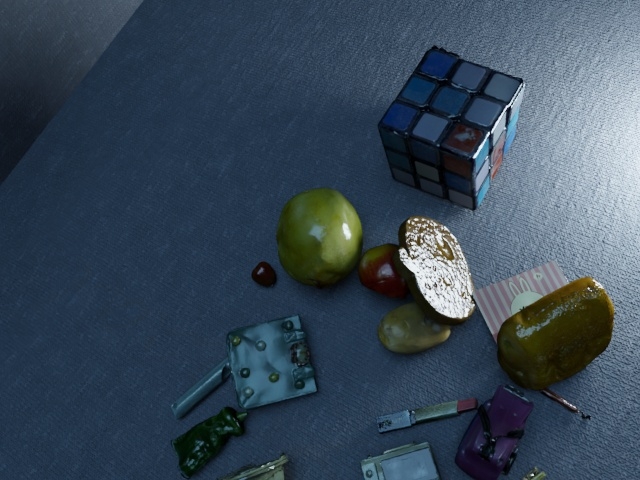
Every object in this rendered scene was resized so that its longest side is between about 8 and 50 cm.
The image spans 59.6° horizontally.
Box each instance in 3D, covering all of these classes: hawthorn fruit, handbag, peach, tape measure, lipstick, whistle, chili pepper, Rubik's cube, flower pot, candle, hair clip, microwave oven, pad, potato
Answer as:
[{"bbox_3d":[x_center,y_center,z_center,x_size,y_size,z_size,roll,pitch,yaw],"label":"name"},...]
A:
[{"bbox_3d":[-0.197,0.126,1.993,0.093,0.081,0.081,40,80,-4],"label":"hawthorn fruit"},{"bbox_3d":[-0.164,0.391,1.813,0.273,0.100,0.269,-13,73,-3],"label":"handbag"},{"bbox_3d":[0.001,-0.008,1.877,0.281,0.314,0.316,7,35,-20],"label":"peach"},{"bbox_3d":[0.477,0.546,1.534,0.149,0.245,0.232,27,60,22],"label":"tape measure"},{"bbox_3d":[0.325,0.527,1.689,0.311,0.051,0.051,-14,63,7],"label":"lipstick"},{"bbox_3d":[-0.375,0.479,1.886,0.312,0.062,0.062,-40,63,-5],"label":"whistle"},{"bbox_3d":[-0.346,0.627,1.797,0.270,0.099,0.136,-38,38,3],"label":"chili pepper"},{"bbox_3d":[0.438,-0.366,1.886,0.362,0.363,0.359,25,73,21],"label":"Rubik's cube"},{"bbox_3d":[-0.195,0.785,1.605,0.290,0.290,0.259,-20,75,5],"label":"flower pot"},{"bbox_3d":[0.707,0.473,1.631,0.167,0.021,0.026,33,58,25],"label":"candle"},{"bbox_3d":[0.540,0.710,1.553,0.213,0.056,0.062,-38,96,-4],"label":"hair clip"},{"bbox_3d":[0.231,0.658,1.593,0.204,0.163,0.129,-18,64,5],"label":"microwave oven"},{"bbox_3d":[0.649,0.198,1.743,0.299,0.005,0.202,-20,68,-4],"label":"pad"},{"bbox_3d":[0.218,0.109,1.826,0.190,0.190,0.193,-9,67,11],"label":"peach"},{"bbox_3d":[0.294,0.272,1.762,0.233,0.146,0.151,-11,95,-12],"label":"potato"}]

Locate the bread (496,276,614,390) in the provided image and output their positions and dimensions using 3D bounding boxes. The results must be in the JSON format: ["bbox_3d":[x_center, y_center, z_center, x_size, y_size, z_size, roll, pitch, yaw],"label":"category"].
[{"bbox_3d":[0.664,0.274,1.556,0.336,0.328,0.148,-28,52,-2],"label":"bread"}]

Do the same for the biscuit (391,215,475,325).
[{"bbox_3d":[0.350,0.091,1.766,0.063,0.313,0.368,-42,49,46],"label":"biscuit"}]
